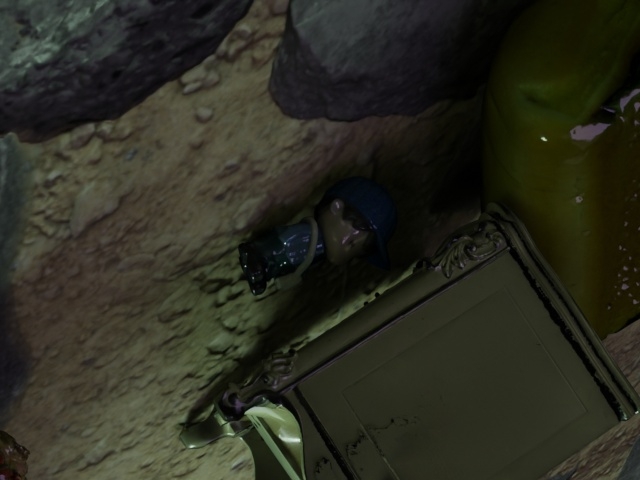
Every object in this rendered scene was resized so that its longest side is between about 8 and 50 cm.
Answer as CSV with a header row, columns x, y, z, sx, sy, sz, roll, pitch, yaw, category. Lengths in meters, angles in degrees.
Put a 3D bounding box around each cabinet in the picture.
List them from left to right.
x,y,z,sx,sy,sz,roll,pitch,yaw,category
0.067,0.162,1.529,0.318,0.227,0.290,-32,176,-16,cabinet

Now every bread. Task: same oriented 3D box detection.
x,y,z,sx,sy,sz,roll,pitch,yaw,category
0.262,-0.085,1.550,0.251,0.208,0.376,-24,146,-13,bread

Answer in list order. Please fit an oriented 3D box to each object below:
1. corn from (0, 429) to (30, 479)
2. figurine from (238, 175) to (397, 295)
x,y,z,sx,sy,sz,roll,pitch,yaw,category
-0.357,0.248,1.352,0.280,0.092,0.092,-39,150,-2,corn
0.000,0.000,1.488,0.149,0.087,0.086,-19,148,-10,figurine
